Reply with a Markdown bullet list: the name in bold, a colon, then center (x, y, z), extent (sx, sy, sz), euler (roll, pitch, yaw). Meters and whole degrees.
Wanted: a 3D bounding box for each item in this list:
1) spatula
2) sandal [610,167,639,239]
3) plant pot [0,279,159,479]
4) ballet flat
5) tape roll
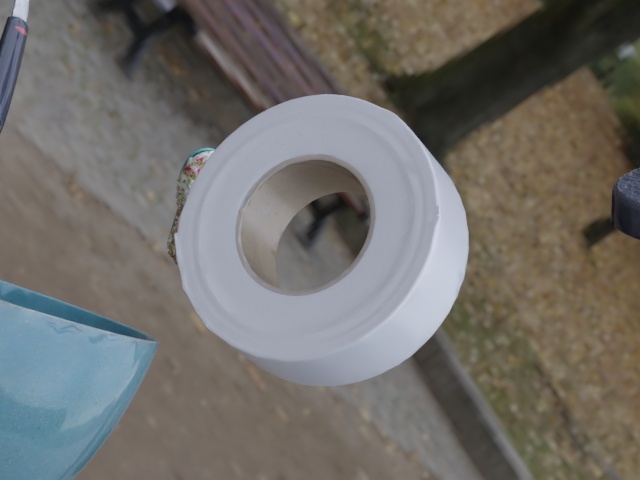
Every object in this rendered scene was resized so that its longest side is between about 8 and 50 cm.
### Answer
- **spatula**: center (-0.287, -0.225, 1.598), extent (0.084, 0.030, 0.296), euler (37, 52, -49)
- **sandal**: center (0.292, -0.037, 1.119), extent (0.097, 0.255, 0.054), euler (33, -48, 52)
- **plant pot**: center (-0.289, 0.120, 1.263), extent (0.290, 0.195, 0.290), euler (19, -2, 1)
- **ballet flat**: center (-0.149, -0.028, 2.234), extent (0.241, 0.091, 0.077), euler (105, -34, -57)
- **tape roll**: center (0.000, 0.000, 1.708), extent (0.286, 0.286, 0.100), euler (58, 8, 29)
